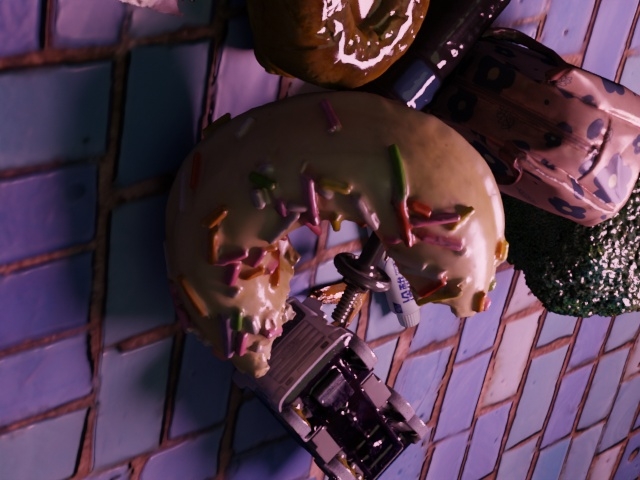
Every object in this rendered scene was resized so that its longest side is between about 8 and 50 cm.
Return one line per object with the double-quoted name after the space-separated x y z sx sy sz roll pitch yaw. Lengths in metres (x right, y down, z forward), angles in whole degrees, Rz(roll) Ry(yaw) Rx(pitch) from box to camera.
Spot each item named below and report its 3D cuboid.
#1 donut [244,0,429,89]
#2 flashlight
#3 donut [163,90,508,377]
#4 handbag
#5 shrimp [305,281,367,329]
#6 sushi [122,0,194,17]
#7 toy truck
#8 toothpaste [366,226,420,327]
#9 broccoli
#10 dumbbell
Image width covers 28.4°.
0.020 -0.280 1.270 0.208 0.128 0.261 -36 142 -22 "donut"
0.118 -0.218 1.463 0.424 0.103 0.103 -51 144 -6 "flashlight"
0.005 -0.008 1.338 0.371 0.150 0.307 -15 123 11 "donut"
0.254 -0.149 1.541 0.193 0.251 0.190 20 98 -43 "handbag"
0.016 0.088 1.652 0.127 0.025 0.091 4 117 -52 "shrimp"
-0.145 -0.339 1.107 0.264 0.050 0.290 7 114 -49 "sushi"
0.014 0.215 1.628 0.146 0.175 0.367 -46 143 -12 "toy truck"
0.095 0.007 1.658 0.075 0.048 0.297 -32 136 -16 "toothpaste"
0.407 -0.033 1.785 0.297 0.297 0.297 -44 151 -56 "broccoli"
0.076 -0.010 1.540 0.110 0.110 0.254 9 114 -50 "dumbbell"
